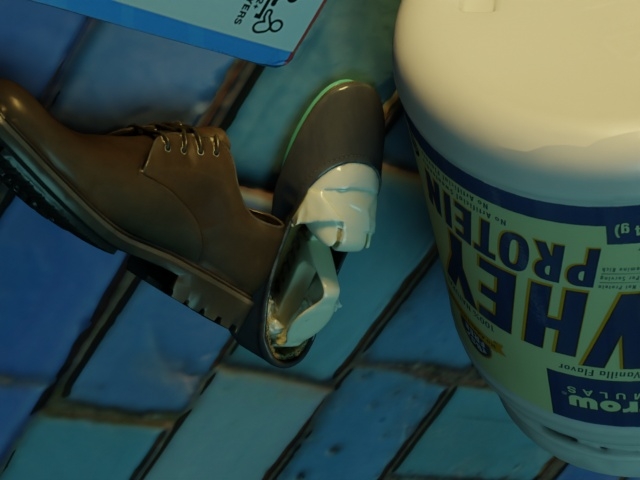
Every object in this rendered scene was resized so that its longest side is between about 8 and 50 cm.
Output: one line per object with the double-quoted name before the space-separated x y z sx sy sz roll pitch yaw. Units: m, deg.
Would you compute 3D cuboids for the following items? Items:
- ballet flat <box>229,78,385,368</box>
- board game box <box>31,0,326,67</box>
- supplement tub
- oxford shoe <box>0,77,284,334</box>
"ballet flat" 0.000 0.000 0.808 0.074 0.074 0.203 2 128 -34
"board game box" -0.030 -0.259 0.359 0.086 0.308 0.302 11 123 -40
"supplement tub" 0.181 -0.026 0.772 0.235 0.235 0.325 -27 138 -7
"oxford shoe" -0.103 -0.037 0.715 0.227 0.083 0.096 36 85 -47
